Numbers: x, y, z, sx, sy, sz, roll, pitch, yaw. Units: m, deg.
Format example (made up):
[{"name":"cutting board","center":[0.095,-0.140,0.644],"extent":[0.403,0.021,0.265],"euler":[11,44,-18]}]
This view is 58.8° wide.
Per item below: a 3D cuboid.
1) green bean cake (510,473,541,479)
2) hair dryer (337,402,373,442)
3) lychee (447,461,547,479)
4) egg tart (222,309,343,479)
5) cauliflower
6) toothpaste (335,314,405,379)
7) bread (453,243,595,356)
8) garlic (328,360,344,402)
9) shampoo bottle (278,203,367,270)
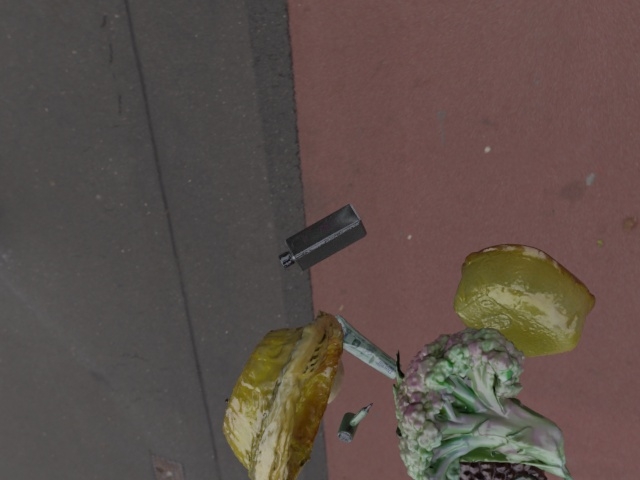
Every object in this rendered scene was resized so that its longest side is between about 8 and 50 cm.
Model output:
[{"name":"green bean cake","center":[0.317,0.533,0.899],"extent":[0.241,0.132,0.255],"euler":[-36,55,8]},{"name":"hair dryer","center":[0.101,0.473,1.509],"extent":[0.047,0.071,0.150],"euler":[34,126,-3]},{"name":"lychee","center":[0.360,0.531,1.319],"extent":[0.330,0.306,0.306],"euler":[-33,98,38]},{"name":"egg tart","center":[-0.074,0.309,1.111],"extent":[0.168,0.388,0.388],"euler":[20,122,11]},{"name":"cauliflower","center":[0.238,0.250,0.807],"extent":[0.315,0.256,0.239],"euler":[24,90,19]},{"name":"toothpaste","center":[0.110,0.257,1.311],"extent":[0.218,0.041,0.064],"euler":[35,80,0]},{"name":"bread","center":[0.409,0.125,1.160],"extent":[0.269,0.148,0.270],"euler":[21,148,13]},{"name":"garlic","center":[-0.076,0.443,1.699],"extent":[0.249,0.286,0.313],"euler":[24,149,1]},{"name":"shampoo bottle","center":[0.000,0.000,1.551],"extent":[0.246,0.080,0.079],"euler":[-30,143,1]}]
